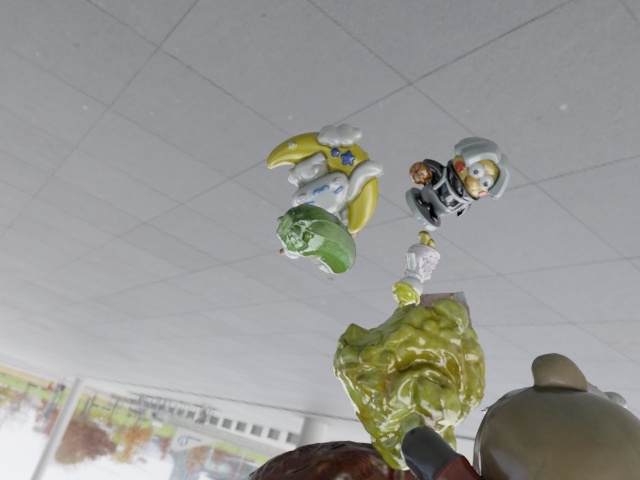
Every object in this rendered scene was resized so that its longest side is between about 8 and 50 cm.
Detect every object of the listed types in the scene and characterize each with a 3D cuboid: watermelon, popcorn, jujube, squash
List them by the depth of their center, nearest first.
[{"bbox_3d":[0.000,0.000,0.812,0.068,0.077,0.219,52,-171,23],"label":"squash"},{"bbox_3d":[0.166,0.229,0.999,0.241,0.250,0.235,63,178,-18],"label":"popcorn"},{"bbox_3d":[0.038,0.511,1.110,0.377,0.276,0.276,0,172,-37],"label":"jujube"},{"bbox_3d":[0.370,0.277,1.842,0.262,0.212,0.201,14,154,-35],"label":"watermelon"}]

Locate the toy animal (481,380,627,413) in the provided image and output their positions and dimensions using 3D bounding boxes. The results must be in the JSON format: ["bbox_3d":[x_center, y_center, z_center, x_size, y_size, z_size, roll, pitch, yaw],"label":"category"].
[{"bbox_3d":[0.476,0.348,1.142,0.325,0.154,0.208,32,122,-17],"label":"toy animal"}]

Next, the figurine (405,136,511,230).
[{"bbox_3d":[0.315,-0.141,1.354,0.236,0.133,0.176,-34,107,29],"label":"figurine"}]

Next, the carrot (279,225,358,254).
[{"bbox_3d":[-0.004,0.003,1.744,0.248,0.043,0.043,-16,152,5],"label":"carrot"}]

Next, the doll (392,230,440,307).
[{"bbox_3d":[0.233,0.077,1.431,0.081,0.207,0.129,9,153,37],"label":"doll"}]

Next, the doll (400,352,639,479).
[{"bbox_3d":[0.168,0.247,0.490,0.235,0.330,0.174,58,152,13],"label":"doll"}]

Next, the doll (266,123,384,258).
[{"bbox_3d":[0.009,-0.113,1.199,0.252,0.237,0.111,-21,180,-2],"label":"doll"}]
